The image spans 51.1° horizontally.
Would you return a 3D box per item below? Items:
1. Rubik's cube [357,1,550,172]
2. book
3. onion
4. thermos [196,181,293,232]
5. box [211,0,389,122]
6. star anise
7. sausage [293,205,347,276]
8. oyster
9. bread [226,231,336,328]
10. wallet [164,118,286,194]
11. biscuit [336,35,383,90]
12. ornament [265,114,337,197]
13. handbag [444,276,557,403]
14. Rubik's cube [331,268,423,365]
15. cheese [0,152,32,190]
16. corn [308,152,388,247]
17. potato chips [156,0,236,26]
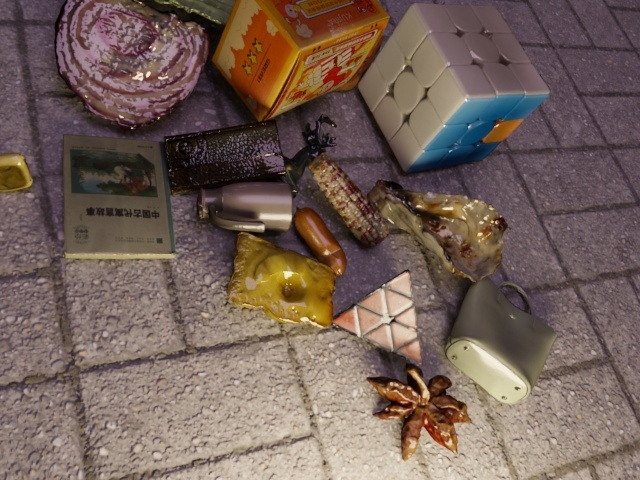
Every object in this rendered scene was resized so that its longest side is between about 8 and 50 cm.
[{"bbox_3d":[0.320,-0.374,1.650,0.291,0.290,0.291,-13,67,-32],"label":"Rubik's cube"},{"bbox_3d":[-0.403,-0.090,1.333,0.214,0.025,0.283,0,60,-25],"label":"book"},{"bbox_3d":[-0.423,-0.384,1.438,0.314,0.146,0.280,26,81,-16],"label":"onion"},{"bbox_3d":[-0.157,-0.064,1.370,0.193,0.105,0.137,3,35,-18],"label":"thermos"},{"bbox_3d":[-0.046,-0.445,1.488,0.283,0.259,0.214,-33,83,-35],"label":"box"},{"bbox_3d":[0.202,0.328,1.313,0.212,0.111,0.196,8,65,-27],"label":"star anise"},{"bbox_3d":[0.000,0.000,1.441,0.062,0.054,0.183,-37,81,-3],"label":"sausage"},{"bbox_3d":[0.259,-0.033,1.527,0.336,0.133,0.198,27,54,-3],"label":"oyster"},{"bbox_3d":[-0.080,0.091,1.334,0.233,0.088,0.161,20,60,-15],"label":"bread"},{"bbox_3d":[-0.202,-0.179,1.410,0.243,0.039,0.133,-10,78,-5],"label":"wallet"},{"bbox_3d":[-0.025,-0.545,1.746,0.365,0.062,0.385,39,54,0],"label":"biscuit"},{"bbox_3d":[-0.069,-0.229,1.532,0.202,0.080,0.236,42,56,0],"label":"ornament"},{"bbox_3d":[0.416,0.188,1.487,0.241,0.109,0.315,40,50,1],"label":"handbag"},{"bbox_3d":[0.165,0.155,1.412,0.190,0.211,0.178,56,27,-6],"label":"Rubik's cube"},{"bbox_3d":[-0.622,-0.119,1.226,0.162,0.086,0.036,-10,59,-13],"label":"cheese"},{"bbox_3d":[0.060,-0.087,1.480,0.237,0.079,0.079,50,53,-9],"label":"corn"},{"bbox_3d":[-0.364,-0.583,1.526,0.429,0.070,0.358,8,26,-33],"label":"potato chips"}]
